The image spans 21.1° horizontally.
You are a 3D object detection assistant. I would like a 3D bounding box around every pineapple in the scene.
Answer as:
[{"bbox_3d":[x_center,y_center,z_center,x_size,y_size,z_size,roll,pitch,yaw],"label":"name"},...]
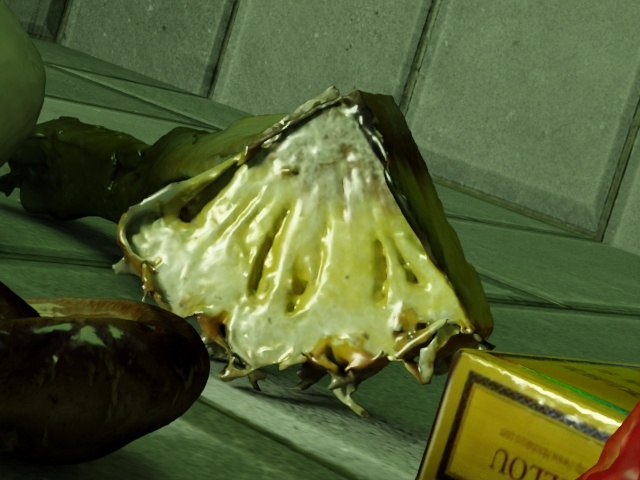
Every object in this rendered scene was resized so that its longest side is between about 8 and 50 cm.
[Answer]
[{"bbox_3d":[0.000,0.000,1.023,0.236,0.186,0.114,12,5,13],"label":"pineapple"}]

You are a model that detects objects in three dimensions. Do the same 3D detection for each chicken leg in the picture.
[{"bbox_3d":[-0.099,-0.036,1.274,0.429,0.153,0.201,13,5,44],"label":"chicken leg"}]

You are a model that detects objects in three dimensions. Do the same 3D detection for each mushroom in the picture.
[{"bbox_3d":[-0.135,0.053,0.752,0.170,0.080,0.135,15,-5,-14],"label":"mushroom"}]

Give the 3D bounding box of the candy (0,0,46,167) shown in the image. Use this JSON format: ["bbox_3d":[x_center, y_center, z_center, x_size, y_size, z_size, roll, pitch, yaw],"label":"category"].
[{"bbox_3d":[-0.406,-0.168,1.139,0.427,0.186,0.386,14,-33,22],"label":"candy"}]

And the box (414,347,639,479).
[{"bbox_3d":[0.221,0.134,0.935,0.193,0.084,0.301,24,10,40],"label":"box"}]

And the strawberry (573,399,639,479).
[{"bbox_3d":[0.148,0.088,0.484,0.205,0.244,0.205,15,6,-2],"label":"strawberry"}]
